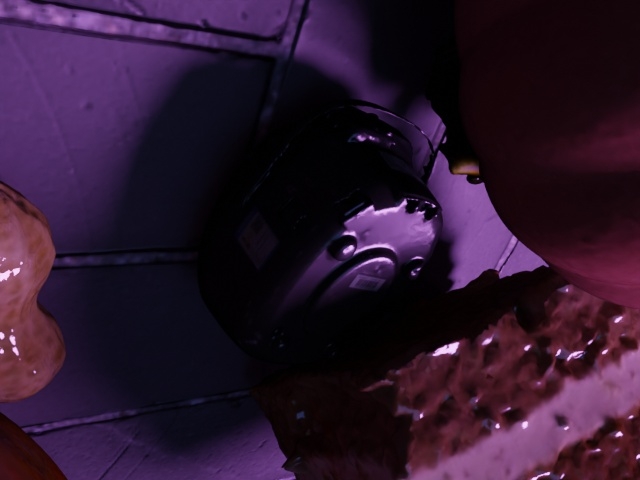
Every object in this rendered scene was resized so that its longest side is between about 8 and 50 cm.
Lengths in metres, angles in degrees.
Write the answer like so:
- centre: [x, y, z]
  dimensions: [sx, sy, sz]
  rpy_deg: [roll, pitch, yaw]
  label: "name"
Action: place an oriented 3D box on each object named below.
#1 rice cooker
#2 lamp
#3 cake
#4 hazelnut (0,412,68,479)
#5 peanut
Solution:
- centre: [0.000, -0.001, 0.474]
  dimensions: [0.142, 0.118, 0.203]
  rpy_deg: [13, 121, -41]
  label: "rice cooker"
- centre: [0.191, -0.105, 0.426]
  dimensions: [0.306, 0.240, 0.305]
  rpy_deg: [13, 72, -48]
  label: "lamp"
- centre: [0.129, 0.190, 0.559]
  dimensions: [0.282, 0.290, 0.256]
  rpy_deg: [-20, 176, -24]
  label: "cake"
- centre: [-0.306, 0.225, 0.294]
  dimensions: [0.410, 0.359, 0.359]
  rpy_deg: [-36, 138, 7]
  label: "hazelnut"
- centre: [-0.199, 0.029, 0.394]
  dimensions: [0.089, 0.089, 0.192]
  rpy_deg: [-14, 137, -25]
  label: "peanut"
